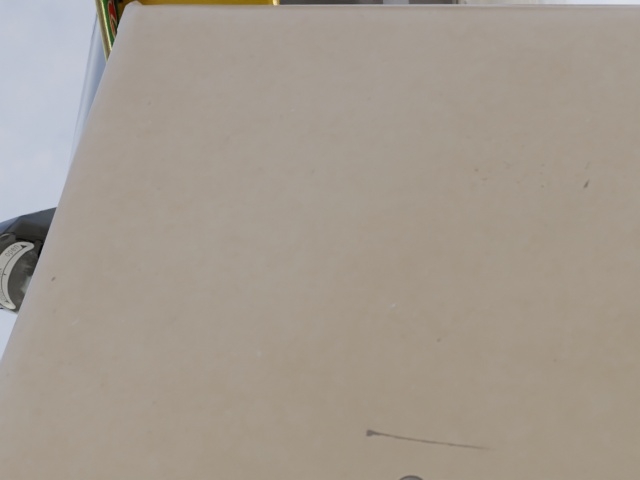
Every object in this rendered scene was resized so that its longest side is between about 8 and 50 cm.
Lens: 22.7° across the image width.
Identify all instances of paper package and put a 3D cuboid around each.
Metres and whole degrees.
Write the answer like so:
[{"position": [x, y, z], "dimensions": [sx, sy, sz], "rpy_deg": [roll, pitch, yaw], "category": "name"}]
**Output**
[{"position": [0.071, 0.091, 0.448], "dimensions": [0.325, 0.309, 0.168], "rpy_deg": [3, -33, 17], "category": "paper package"}]

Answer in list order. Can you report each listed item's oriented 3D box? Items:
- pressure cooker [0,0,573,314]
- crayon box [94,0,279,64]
[{"position": [0.000, -0.004, 1.072], "dimensions": [0.370, 0.420, 0.375], "rpy_deg": [-18, -42, 23], "category": "pressure cooker"}, {"position": [-0.071, -0.229, 0.789], "dimensions": [0.081, 0.318, 0.202], "rpy_deg": [-7, -63, 3], "category": "crayon box"}]
